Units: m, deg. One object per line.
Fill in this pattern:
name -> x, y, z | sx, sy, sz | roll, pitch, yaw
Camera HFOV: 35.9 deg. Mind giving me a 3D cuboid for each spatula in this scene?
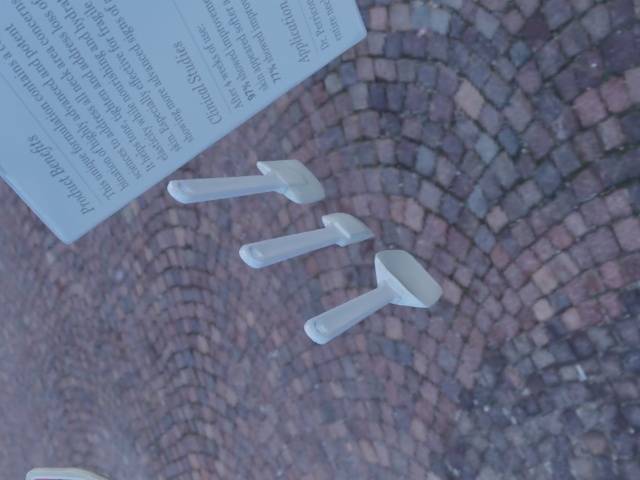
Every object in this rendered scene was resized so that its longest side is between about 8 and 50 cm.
spatula -> 0.000, 0.000, 0.691 | 0.168, 0.242, 0.019 | 46, 108, 10

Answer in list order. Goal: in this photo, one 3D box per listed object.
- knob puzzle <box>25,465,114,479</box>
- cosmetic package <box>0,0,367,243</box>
knob puzzle -> -0.231, 0.305, 0.967 | 0.213, 0.030, 0.213 | 7, 109, 22
cosmetic package -> -0.229, -0.284, 0.986 | 0.327, 0.394, 0.329 | 49, 170, 35
